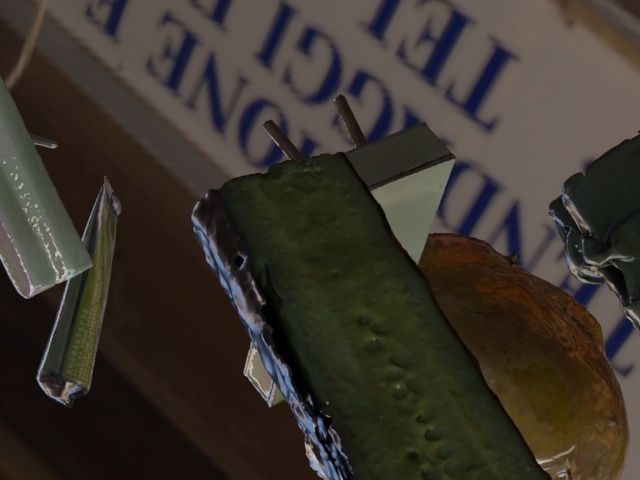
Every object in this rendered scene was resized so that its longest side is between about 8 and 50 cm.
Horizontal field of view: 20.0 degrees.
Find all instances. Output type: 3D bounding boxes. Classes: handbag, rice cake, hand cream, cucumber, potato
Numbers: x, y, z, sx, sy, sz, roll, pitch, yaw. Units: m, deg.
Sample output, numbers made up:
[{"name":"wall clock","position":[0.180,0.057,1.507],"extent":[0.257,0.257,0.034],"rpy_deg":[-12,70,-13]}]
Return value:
[{"name":"handbag","position":[0.339,0.007,1.400],"extent":[0.260,0.079,0.247],"rpy_deg":[-31,-102,-16]},{"name":"rice cake","position":[-0.285,-0.053,1.632],"extent":[0.080,0.042,0.222],"rpy_deg":[-33,-69,-23]},{"name":"hand cream","position":[-0.240,0.056,1.845],"extent":[0.055,0.086,0.235],"rpy_deg":[10,-109,5]},{"name":"cucumber","position":[0.021,0.062,0.736],"extent":[0.078,0.062,0.211],"rpy_deg":[-18,-122,-19]},{"name":"potato","position":[0.171,0.190,1.673],"extent":[0.290,0.397,0.296],"rpy_deg":[-43,-137,-7]}]

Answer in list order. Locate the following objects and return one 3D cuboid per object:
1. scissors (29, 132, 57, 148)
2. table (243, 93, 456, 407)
[{"name":"scissors","position":[-0.336,-0.115,1.853],"extent":[0.189,0.015,0.100],"rpy_deg":[17,-146,34]},{"name":"table","position":[0.000,0.000,1.412],"extent":[0.121,0.240,0.111],"rpy_deg":[-21,-123,-30]}]
